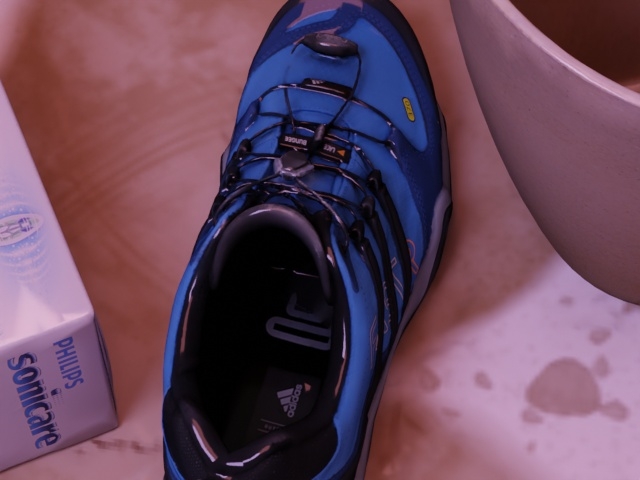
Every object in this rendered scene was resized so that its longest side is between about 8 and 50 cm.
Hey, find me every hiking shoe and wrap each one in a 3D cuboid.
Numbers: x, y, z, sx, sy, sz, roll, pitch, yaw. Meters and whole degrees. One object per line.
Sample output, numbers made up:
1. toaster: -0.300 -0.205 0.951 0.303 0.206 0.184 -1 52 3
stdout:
1. hiking shoe: 0.000 0.000 0.868 0.113 0.132 0.304 6 63 4

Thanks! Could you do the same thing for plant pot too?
1. plant pot: 0.165 -0.084 0.832 0.257 0.274 0.256 0 63 0

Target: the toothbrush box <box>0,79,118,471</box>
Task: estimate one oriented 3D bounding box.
1. toothbrush box: -0.264 0.021 0.864 0.296 0.126 0.216 -19 64 -11
